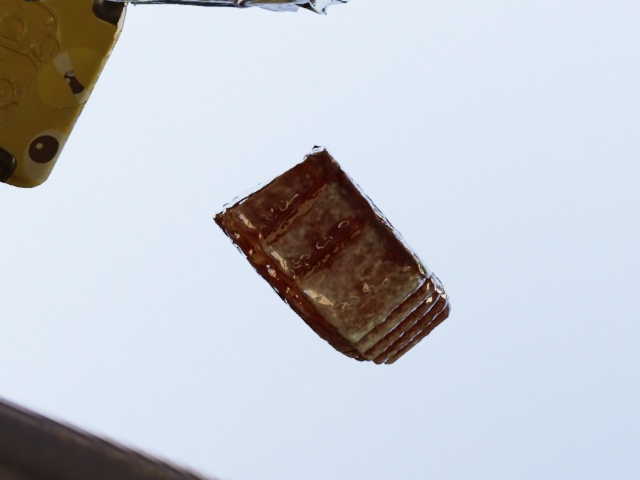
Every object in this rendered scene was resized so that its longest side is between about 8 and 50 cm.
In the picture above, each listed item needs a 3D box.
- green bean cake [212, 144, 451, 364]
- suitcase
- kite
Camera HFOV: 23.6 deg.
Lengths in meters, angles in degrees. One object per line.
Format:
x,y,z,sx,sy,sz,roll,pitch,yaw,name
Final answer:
0.000,0.000,1.147,0.198,0.097,0.232,48,-178,12,green bean cake
-0.281,-0.174,1.272,0.194,0.235,0.143,20,-161,-30,suitcase
-0.128,-0.141,0.892,0.406,0.014,0.368,9,-169,37,kite
